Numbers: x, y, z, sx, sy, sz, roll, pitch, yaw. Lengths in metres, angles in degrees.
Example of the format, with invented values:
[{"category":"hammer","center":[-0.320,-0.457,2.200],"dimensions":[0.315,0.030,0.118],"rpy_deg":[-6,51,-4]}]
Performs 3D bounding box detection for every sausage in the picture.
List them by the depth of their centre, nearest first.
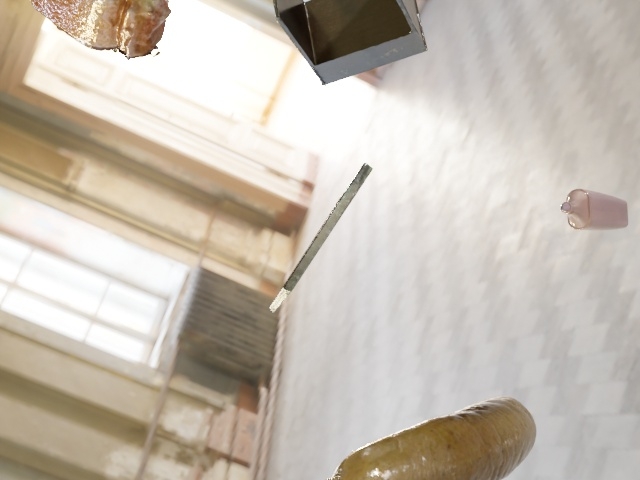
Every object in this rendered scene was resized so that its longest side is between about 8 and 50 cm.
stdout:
[{"category":"sausage","center":[0.190,0.312,1.447],"dimensions":[0.136,0.501,0.123],"rpy_deg":[0,92,36]}]

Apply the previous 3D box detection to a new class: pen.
[{"category":"pen","center":[0.357,-0.038,1.300],"dimensions":[0.032,0.197,0.053],"rpy_deg":[-4,85,37]}]

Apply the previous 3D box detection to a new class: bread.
[{"category":"bread","center":[-0.327,-0.393,1.532],"dimensions":[0.190,0.244,0.123],"rpy_deg":[-37,-22,-33]}]

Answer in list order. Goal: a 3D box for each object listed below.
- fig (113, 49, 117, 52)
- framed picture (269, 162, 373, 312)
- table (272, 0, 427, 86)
[{"category":"fig","center":[-0.503,-0.549,2.002],"dimensions":[0.286,0.368,0.286],"rpy_deg":[-28,3,1]},{"category":"framed picture","center":[0.000,0.000,1.671],"dimensions":[0.260,0.023,0.189],"rpy_deg":[-57,1,-17]},{"category":"table","center":[0.055,-0.503,2.065],"dimensions":[0.282,0.251,0.196],"rpy_deg":[42,-145,-60]}]
